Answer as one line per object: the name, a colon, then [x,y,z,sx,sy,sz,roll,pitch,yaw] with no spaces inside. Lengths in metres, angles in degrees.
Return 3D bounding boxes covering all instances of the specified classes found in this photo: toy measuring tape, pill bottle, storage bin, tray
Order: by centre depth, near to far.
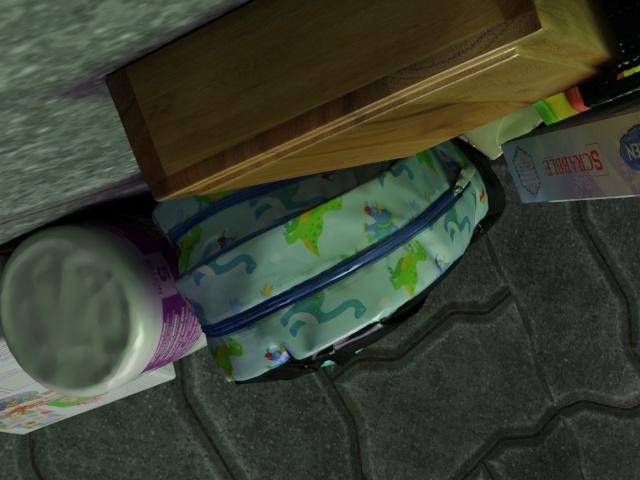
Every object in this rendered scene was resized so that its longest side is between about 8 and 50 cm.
tray: [0.068,-0.107,0.648,0.203,0.076,0.411,-22,178,22]
storage bin: [0.294,-0.186,0.961,0.122,0.084,0.180,-22,180,18]
pill bottle: [-0.181,0.048,1.085,0.169,0.169,0.301,-22,179,23]
toy measuring tape: [0.258,-0.153,1.222,0.330,0.121,0.121,-21,179,-1]

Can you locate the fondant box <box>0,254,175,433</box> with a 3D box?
fondant box: [-0.357,0.136,1.200,0.238,0.096,0.330,-22,158,15]

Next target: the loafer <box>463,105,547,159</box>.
loafer: [0.297,-0.177,1.369,0.269,0.092,0.102,-21,179,-20]

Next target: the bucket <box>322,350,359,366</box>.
bucket: [-0.019,0.033,1.365,0.281,0.281,0.183,-22,176,16]

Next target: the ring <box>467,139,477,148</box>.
ring: [0.259,-0.177,1.898,0.337,0.032,0.336,-18,-179,0]

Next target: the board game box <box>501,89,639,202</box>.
board game box: [0.349,-0.116,0.823,0.319,0.066,0.318,-22,-176,-9]

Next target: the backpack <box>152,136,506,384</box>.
backpack: [0.000,0.000,0.974,0.290,0.273,0.355,-19,-158,26]
